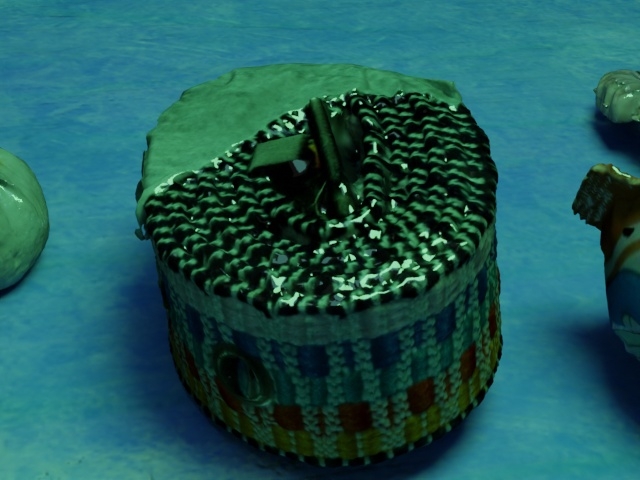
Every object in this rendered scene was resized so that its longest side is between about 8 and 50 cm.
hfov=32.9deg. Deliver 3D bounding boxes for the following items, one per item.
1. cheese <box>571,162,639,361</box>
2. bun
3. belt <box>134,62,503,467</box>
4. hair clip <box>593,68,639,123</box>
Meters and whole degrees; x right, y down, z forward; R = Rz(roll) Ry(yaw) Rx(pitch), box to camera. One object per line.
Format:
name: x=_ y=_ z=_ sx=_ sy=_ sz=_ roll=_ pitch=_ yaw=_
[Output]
cheese: x=0.291 y=0.047 z=0.597 sx=0.329 sy=0.217 sz=0.129 roll=30 pitch=78 yaw=9
bun: x=-0.241 y=-0.024 z=0.676 sx=0.140 sy=0.083 sz=0.141 roll=4 pitch=33 yaw=-3
belt: x=0.000 y=0.000 z=0.631 sx=0.207 sy=0.150 sz=0.258 roll=-9 pitch=37 yaw=-4
hair clip: x=0.288 y=-0.071 z=0.836 sx=0.172 sy=0.069 sz=0.300 roll=16 pitch=37 yaw=13
